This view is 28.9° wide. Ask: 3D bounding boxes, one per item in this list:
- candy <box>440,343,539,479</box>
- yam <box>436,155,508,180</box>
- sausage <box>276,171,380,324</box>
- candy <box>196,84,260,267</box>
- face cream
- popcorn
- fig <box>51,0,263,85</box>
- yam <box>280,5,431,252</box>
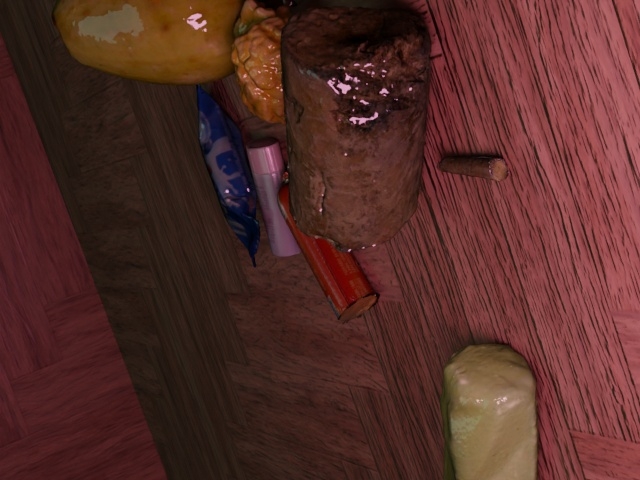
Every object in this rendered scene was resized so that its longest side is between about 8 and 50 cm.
[{"bbox_3d":[0.228,0.300,1.674,0.142,0.131,0.344,-69,-21,-55],"label":"candy"},{"bbox_3d":[0.182,-0.093,1.524,0.033,0.027,0.129,43,167,-27],"label":"yam"},{"bbox_3d":[0.000,0.000,1.960,0.264,0.083,0.083,61,157,19],"label":"sausage"},{"bbox_3d":[-0.165,-0.127,2.197,0.187,0.077,0.331,96,157,-66],"label":"candy"},{"bbox_3d":[-0.076,-0.074,2.091,0.084,0.057,0.198,28,133,62],"label":"face cream"},{"bbox_3d":[-0.059,-0.253,1.758,0.180,0.180,0.170,15,81,63],"label":"popcorn"},{"bbox_3d":[-0.248,-0.358,1.887,0.258,0.326,0.258,-7,-90,-84],"label":"fig"},{"bbox_3d":[0.044,-0.154,1.576,0.195,0.195,0.300,48,151,39],"label":"yam"}]
